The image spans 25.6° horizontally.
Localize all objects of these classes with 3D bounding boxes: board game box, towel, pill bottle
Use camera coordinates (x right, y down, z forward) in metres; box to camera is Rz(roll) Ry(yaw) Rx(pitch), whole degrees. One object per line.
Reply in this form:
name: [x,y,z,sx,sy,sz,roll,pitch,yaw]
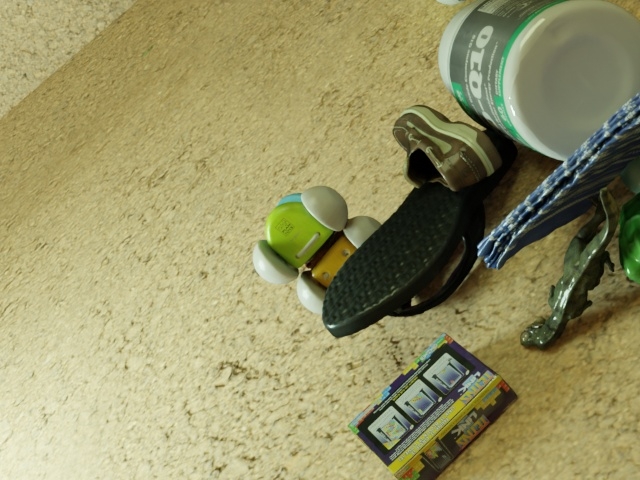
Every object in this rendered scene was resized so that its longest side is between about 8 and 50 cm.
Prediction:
board game box: [0.132,0.205,1.682,0.170,0.048,0.141,-43,30,-4]
towel: [0.342,-0.095,1.632,0.243,0.040,0.336,-26,-16,-43]
pill bottle: [0.288,-0.230,1.877,0.204,0.204,0.361,-42,17,0]

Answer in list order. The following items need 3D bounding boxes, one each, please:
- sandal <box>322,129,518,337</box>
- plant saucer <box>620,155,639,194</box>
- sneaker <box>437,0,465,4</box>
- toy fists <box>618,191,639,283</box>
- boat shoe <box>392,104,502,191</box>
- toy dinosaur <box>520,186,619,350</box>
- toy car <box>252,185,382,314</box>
sandal: [0.160,0.002,1.903,0.167,0.107,0.446,-13,27,44]
plant saucer: [0.441,-0.146,1.759,0.195,0.037,0.195,-34,38,32]
sneaker: [0.260,-0.542,2.534,0.147,0.145,0.385,123,170,-50]
toy fists: [0.459,-0.040,1.571,0.279,0.096,0.142,-31,14,18]
boat shoe: [0.146,-0.121,1.928,0.095,0.095,0.257,-40,19,-9]
toy dinosaur: [0.309,0.020,1.629,0.118,0.064,0.268,-48,-19,-47]
toy car: [0.000,0.000,2.006,0.159,0.182,0.136,-48,20,20]
